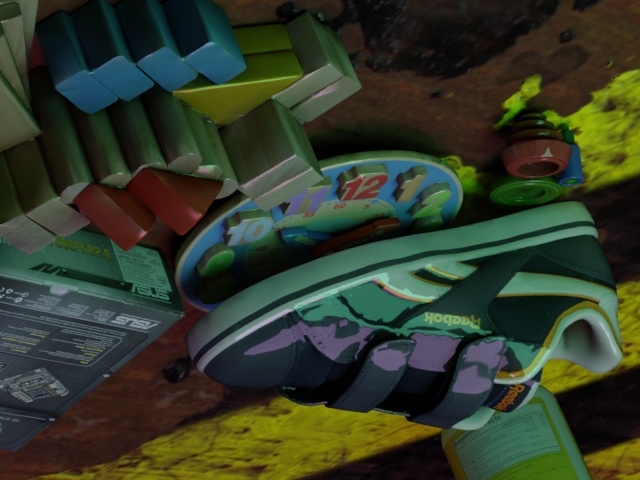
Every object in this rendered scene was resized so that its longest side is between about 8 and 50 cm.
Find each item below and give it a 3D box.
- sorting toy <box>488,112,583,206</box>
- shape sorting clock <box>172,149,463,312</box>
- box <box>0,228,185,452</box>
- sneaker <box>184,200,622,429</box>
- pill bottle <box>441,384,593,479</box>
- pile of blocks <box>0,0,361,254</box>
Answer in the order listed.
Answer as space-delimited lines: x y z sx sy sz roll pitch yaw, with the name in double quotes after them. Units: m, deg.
0.148 -0.059 1.364 0.061 0.042 0.102 -2 161 -6 "sorting toy"
0.000 0.000 1.350 0.206 0.040 0.206 -17 151 -10 "shape sorting clock"
-0.229 0.056 1.269 0.183 0.056 0.231 -38 148 28 "box"
0.072 0.067 1.362 0.321 0.127 0.126 -14 162 -23 "sneaker"
0.160 0.181 1.621 0.103 0.184 0.103 -17 151 -10 "pill bottle"
-0.135 -0.054 1.087 0.362 0.113 0.149 -13 150 -18 "pile of blocks"
